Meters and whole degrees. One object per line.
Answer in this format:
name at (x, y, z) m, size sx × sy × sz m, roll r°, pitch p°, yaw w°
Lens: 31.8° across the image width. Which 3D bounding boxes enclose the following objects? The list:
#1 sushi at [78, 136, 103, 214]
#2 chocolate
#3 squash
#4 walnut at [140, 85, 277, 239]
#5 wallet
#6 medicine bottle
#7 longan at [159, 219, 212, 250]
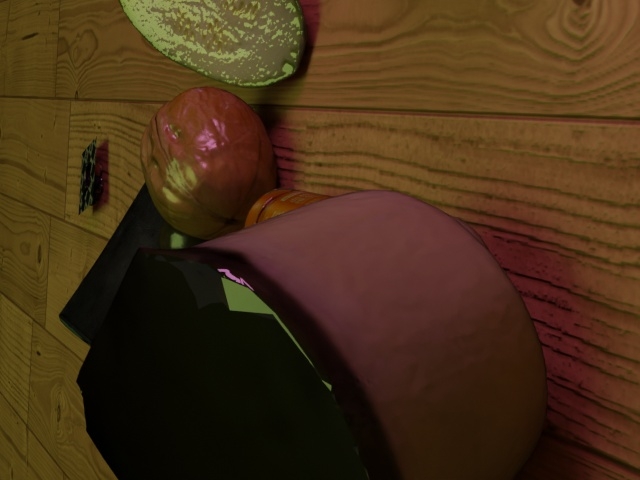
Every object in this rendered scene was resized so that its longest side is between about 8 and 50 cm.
sushi at (-0.417, -0.117, 2.072) m, size 0.120 × 0.026 × 0.126 m, roll 157°, pitch 116°, yaw -64°
chocolate at (0.022, 0.125, 0.911) m, size 0.314 × 0.297 × 0.326 m, roll 51°, pitch 134°, yaw 20°
squash at (-0.142, -0.292, 1.352) m, size 0.260 × 0.189 × 0.189 m, roll -121°, pitch 41°, yaw -52°
walnut at (-0.135, -0.092, 1.364) m, size 0.197 × 0.165 × 0.165 m, roll 58°, pitch 139°, yaw 35°
wallet at (-0.245, 0.005, 1.570) m, size 0.172 × 0.045 × 0.318 m, roll 23°, pitch 81°, yaw 57°
medicine bottle at (0.000, 0.000, 1.158) m, size 0.192 × 0.096 × 0.096 m, roll 16°, pitch 103°, yaw 63°
longan at (-0.152, 0.005, 1.449) m, size 0.119 × 0.106 × 0.106 m, roll 22°, pitch 108°, yaw 54°
